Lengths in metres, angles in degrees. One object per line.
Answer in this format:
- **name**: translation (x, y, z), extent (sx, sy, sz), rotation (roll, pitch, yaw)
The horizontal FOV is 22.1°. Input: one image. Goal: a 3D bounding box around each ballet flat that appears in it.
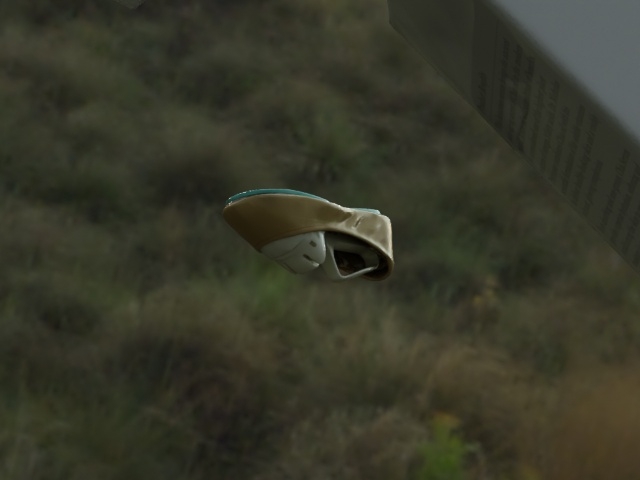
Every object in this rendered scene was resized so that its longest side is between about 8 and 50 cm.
- **ballet flat**: translation (0.000, 0.000, 1.530), extent (0.080, 0.073, 0.232), rotation (-24, -18, 34)

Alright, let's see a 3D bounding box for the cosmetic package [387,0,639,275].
- **cosmetic package**: translation (0.248, -0.090, 1.120), extent (0.453, 0.161, 0.230), rotation (47, -8, 14)

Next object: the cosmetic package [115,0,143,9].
- **cosmetic package**: translation (-0.267, -0.398, 1.337), extent (0.377, 0.097, 0.284), rotation (26, 52, -29)
